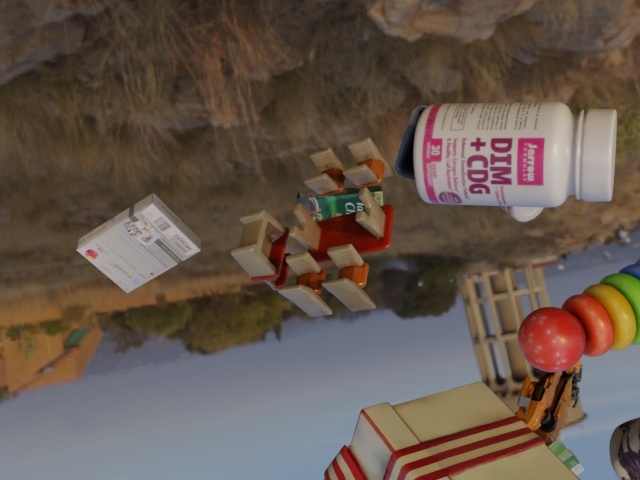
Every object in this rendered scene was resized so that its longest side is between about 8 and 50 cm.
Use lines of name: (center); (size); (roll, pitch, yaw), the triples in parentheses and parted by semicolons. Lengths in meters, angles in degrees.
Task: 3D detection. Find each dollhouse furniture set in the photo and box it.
dollhouse furniture set: (0.000, 0.000, 1.143); (0.259, 0.262, 0.135); (-11, 142, 32)

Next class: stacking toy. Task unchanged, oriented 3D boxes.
stacking toy: (0.429, 0.104, 1.012); (0.330, 0.141, 0.141); (-19, 176, -16)

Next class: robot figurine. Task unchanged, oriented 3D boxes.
robot figurine: (0.598, 0.391, 1.873); (0.085, 0.291, 0.211); (0, 140, 47)

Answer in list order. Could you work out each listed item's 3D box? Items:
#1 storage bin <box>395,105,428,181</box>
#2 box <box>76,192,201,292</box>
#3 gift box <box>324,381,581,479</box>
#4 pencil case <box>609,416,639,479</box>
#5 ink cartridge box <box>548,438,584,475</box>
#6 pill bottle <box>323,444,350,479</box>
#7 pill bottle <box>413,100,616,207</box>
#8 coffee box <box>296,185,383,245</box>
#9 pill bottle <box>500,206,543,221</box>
storage bin: (0.205, -0.180, 1.308); (0.098, 0.135, 0.091); (20, -157, 10)
box: (-0.348, 0.009, 1.373); (0.186, 0.038, 0.145); (-30, 127, 15)
gift box: (0.165, 0.385, 0.971); (0.258, 0.276, 0.255); (-5, -151, -31)
pencil case: (0.775, 0.409, 1.460); (0.160, 0.184, 0.410); (0, 150, -19)
ink cartridge box: (0.570, 0.590, 1.792); (0.171, 0.056, 0.235); (-39, 145, 4)
pill bottle: (0.175, 0.685, 1.874); (0.318, 0.176, 0.176); (35, 155, -17)
pill bottle: (0.298, -0.132, 1.094); (0.283, 0.160, 0.160); (3, 179, 24)
coffee box: (0.045, -0.052, 1.512); (0.184, 0.113, 0.040); (-4, -158, 1)
pill bottle: (0.413, -0.111, 1.556); (0.086, 0.086, 0.152); (-7, -147, -23)
